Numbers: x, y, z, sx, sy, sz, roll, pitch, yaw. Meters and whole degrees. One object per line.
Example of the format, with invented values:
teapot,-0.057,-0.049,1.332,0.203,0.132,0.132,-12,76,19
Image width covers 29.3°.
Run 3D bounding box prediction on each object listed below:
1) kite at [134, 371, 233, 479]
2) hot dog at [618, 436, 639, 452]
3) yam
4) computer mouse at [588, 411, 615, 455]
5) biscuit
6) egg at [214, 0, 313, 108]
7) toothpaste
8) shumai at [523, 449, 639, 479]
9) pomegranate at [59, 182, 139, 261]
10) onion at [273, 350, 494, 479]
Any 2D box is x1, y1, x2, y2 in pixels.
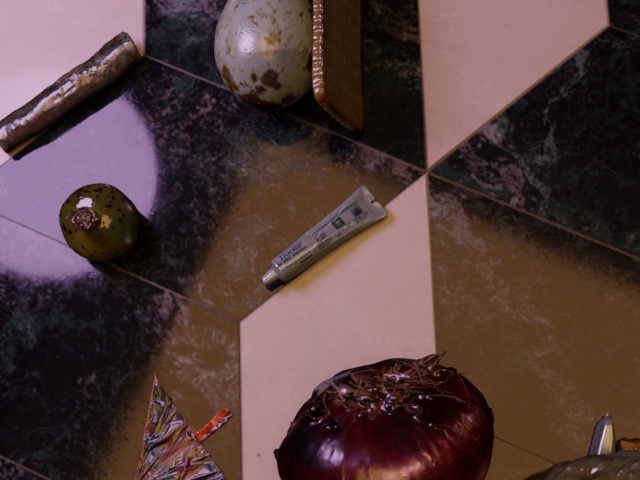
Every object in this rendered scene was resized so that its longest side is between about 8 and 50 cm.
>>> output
kite,-0.210,0.310,1.827,0.189,0.009,0.232,-38,76,-4
hot dog,0.564,0.328,1.723,0.289,0.083,0.068,11,97,8
yam,-0.407,-0.235,1.953,0.274,0.061,0.061,-36,76,-3
computer mouse,0.407,0.301,1.752,0.032,0.056,0.110,19,77,0
biscuit,0.026,-0.302,1.876,0.029,0.172,0.254,-6,75,21
egg,-0.080,-0.311,1.885,0.169,0.169,0.231,-5,68,4
toothpaste,0.000,0.000,1.871,0.218,0.041,0.064,-36,70,-8
shumai,0.402,0.492,1.585,0.324,0.397,0.323,-25,114,7
pomegranate,-0.335,-0.031,1.861,0.130,0.130,0.130,-1,76,5
onion,0.089,0.295,1.676,0.314,0.314,0.232,-10,109,3
